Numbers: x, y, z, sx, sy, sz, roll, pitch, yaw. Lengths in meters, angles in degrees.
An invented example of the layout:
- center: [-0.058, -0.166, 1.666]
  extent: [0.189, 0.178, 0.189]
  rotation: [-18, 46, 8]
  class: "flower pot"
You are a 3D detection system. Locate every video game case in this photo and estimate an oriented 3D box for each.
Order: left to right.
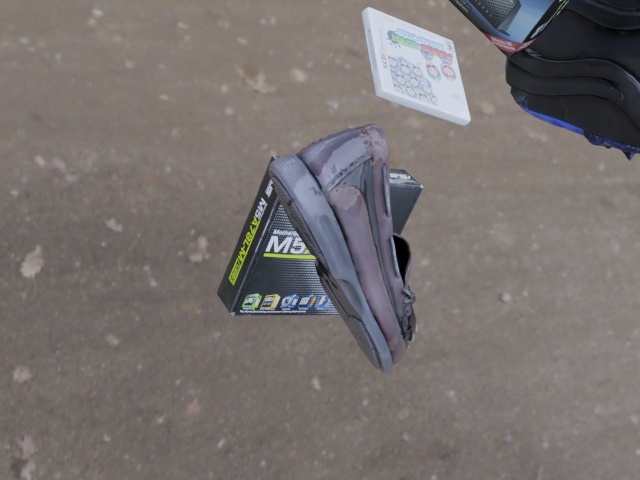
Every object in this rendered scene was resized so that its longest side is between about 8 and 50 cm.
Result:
- center: [0.131, -0.236, 1.377]
  extent: [0.157, 0.019, 0.143]
  rotation: [13, 55, -33]
  class: "video game case"

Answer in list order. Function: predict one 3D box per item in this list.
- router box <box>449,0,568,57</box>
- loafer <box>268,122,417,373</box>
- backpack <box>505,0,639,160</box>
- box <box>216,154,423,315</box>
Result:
- center: [0.066, -0.148, 0.448]
  extent: [0.122, 0.092, 0.038]
  rotation: [44, 78, 4]
  class: "router box"
- center: [0.047, 0.017, 0.875]
  extent: [0.095, 0.302, 0.109]
  rotation: [-33, 53, -6]
  class: "loafer"
- center: [0.165, -0.093, 0.535]
  extent: [0.120, 0.098, 0.101]
  rotation: [23, 10, 38]
  class: "backpack"
- center: [0.000, 0.000, 1.123]
  extent: [0.190, 0.184, 0.045]
  rotation: [4, 34, -38]
  class: "box"
